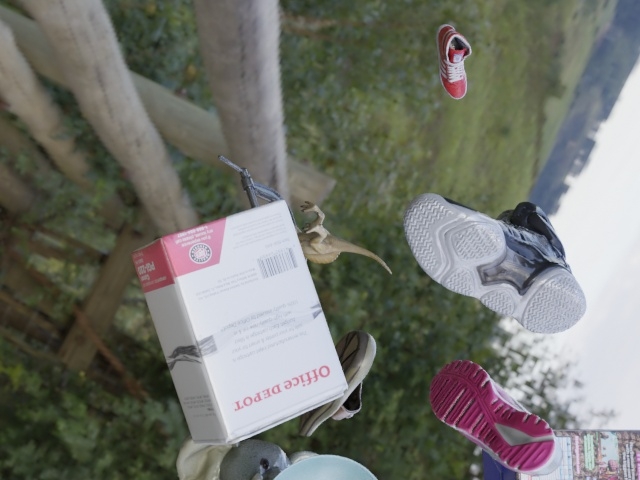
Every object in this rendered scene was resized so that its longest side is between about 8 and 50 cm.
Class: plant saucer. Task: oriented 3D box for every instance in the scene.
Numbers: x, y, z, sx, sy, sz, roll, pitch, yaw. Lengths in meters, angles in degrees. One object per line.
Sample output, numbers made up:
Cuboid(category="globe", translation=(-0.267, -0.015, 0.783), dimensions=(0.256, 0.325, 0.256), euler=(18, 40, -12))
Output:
Cuboid(category="plant saucer", translation=(-0.001, 0.376, 1.499), dimensions=(0.195, 0.195, 0.037), euler=(-63, -164, -12))

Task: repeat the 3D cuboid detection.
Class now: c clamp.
Cuboid(category="c clamp", translation=(-0.077, -0.033, 1.577), dimensions=(0.022, 0.161, 0.137), euler=(-36, 150, 22))

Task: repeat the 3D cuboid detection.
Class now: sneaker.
Cuboid(category="sneaker", translation=(0.206, -0.266, 1.748), dimensions=(0.067, 0.042, 0.118), euler=(-122, -165, -66))
Cuboid(category="sneaker", translation=(0.262, 0.276, 1.713), dimensions=(0.103, 0.252, 0.111), euler=(-47, 136, -2))
Cuboid(category="sneaker", translation=(0.209, 0.002, 1.420), dimensions=(0.101, 0.268, 0.153), euler=(-47, -158, 28))

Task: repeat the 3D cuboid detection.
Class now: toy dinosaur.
Cuboid(category="toy dinosaur", translation=(0.000, 0.000, 1.442), dimensions=(0.093, 0.183, 0.053), euler=(63, 36, -43))

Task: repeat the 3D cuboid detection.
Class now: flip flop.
Cuboid(category="flip flop", translation=(0.032, 0.213, 1.658), dimensions=(0.277, 0.080, 0.112), euler=(127, -24, -54))

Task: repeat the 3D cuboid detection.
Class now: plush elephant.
Cuboid(category="plush elephant", translation=(-0.084, 0.407, 1.658), dimensions=(0.330, 0.271, 0.255), euler=(10, -92, 55))

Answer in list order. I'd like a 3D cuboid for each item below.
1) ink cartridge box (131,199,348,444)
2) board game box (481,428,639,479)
Cuboid(category="ink cartridge box", translation=(-0.084, 0.086, 1.202), dimensions=(0.158, 0.218, 0.092), euler=(-18, 178, -33))
Cuboid(category="board game box", translation=(0.449, 0.454, 2.023), dimensions=(0.141, 0.291, 0.232), euler=(142, -51, -69))
